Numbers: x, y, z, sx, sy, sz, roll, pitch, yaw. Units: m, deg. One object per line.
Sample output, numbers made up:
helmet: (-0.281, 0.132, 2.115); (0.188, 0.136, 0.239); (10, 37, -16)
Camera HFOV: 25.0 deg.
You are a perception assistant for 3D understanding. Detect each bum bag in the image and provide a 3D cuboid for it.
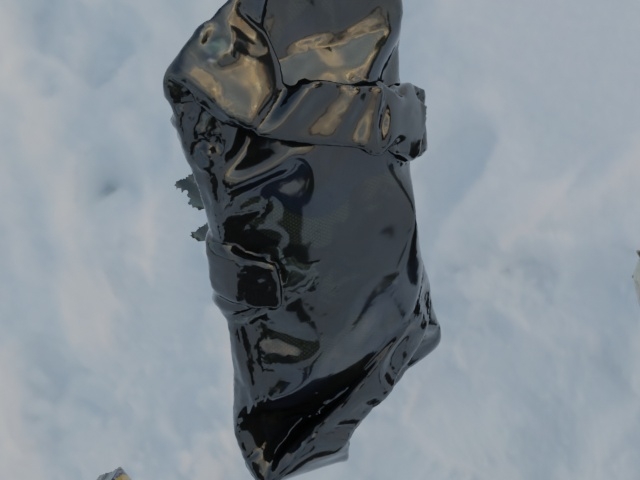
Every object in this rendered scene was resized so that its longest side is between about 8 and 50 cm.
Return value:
bum bag: (0.000, 0.000, 0.728); (0.137, 0.310, 0.074); (-29, 47, -23)

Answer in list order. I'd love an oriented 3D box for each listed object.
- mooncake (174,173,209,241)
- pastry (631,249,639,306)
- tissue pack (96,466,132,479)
mooncake: (-0.098, 0.114, 1.045); (0.150, 0.057, 0.346); (-3, 88, -27)
pastry: (0.257, 0.061, 0.926); (0.088, 0.166, 0.166); (-20, 53, 12)
tissue pack: (-0.165, 0.242, 1.225); (0.035, 0.083, 0.063); (-30, 13, 25)
